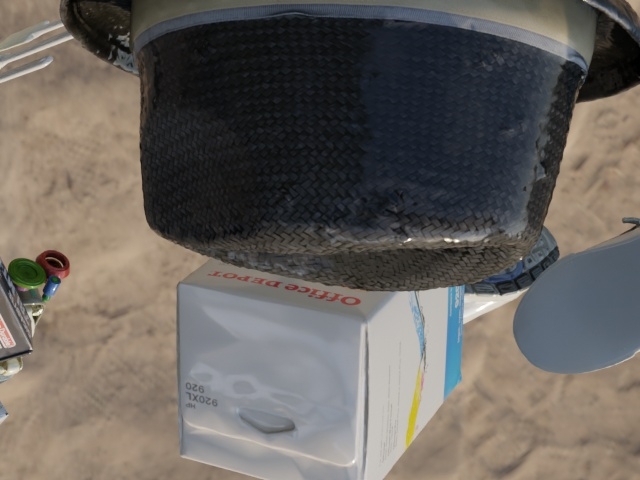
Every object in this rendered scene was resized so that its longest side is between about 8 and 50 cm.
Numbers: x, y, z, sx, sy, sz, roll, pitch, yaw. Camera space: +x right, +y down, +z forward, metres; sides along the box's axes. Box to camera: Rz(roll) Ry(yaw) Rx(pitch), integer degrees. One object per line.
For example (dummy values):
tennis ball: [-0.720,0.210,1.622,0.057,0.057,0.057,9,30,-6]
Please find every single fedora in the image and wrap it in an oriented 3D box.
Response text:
fedora: [0.012,-0.057,0.768,0.334,0.334,0.152,10,79,-24]

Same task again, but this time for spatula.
spatula: [-0.332,-0.206,1.546,0.168,0.242,0.019,-50,118,-37]

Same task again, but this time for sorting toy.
sorting toy: [-0.373,0.051,1.828,0.102,0.061,0.042,-24,153,-51]

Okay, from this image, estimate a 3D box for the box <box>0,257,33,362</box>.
box: [-0.542,0.063,1.708,0.293,0.073,0.295,-15,132,-1]

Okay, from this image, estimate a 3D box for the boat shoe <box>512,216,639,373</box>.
boat shoe: [0.316,0.020,1.259,0.306,0.113,0.105,-42,162,25]

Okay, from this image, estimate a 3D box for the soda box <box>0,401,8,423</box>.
soda box: [-0.277,0.137,0.835,0.216,0.074,0.069,-43,169,38]

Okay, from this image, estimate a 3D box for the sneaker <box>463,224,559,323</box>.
sneaker: [0.140,0.058,1.613,0.297,0.111,0.129,-23,160,-12]

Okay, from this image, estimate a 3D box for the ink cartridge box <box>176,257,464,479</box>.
ink cartridge box: [0.006,0.082,1.178,0.171,0.233,0.168,10,114,22]

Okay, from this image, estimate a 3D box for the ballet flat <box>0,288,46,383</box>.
ballet flat: [-0.436,0.146,1.917,0.072,0.068,0.213,-5,132,-41]
